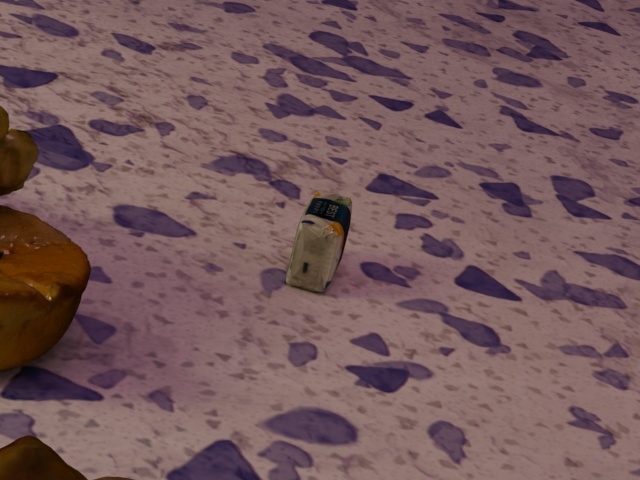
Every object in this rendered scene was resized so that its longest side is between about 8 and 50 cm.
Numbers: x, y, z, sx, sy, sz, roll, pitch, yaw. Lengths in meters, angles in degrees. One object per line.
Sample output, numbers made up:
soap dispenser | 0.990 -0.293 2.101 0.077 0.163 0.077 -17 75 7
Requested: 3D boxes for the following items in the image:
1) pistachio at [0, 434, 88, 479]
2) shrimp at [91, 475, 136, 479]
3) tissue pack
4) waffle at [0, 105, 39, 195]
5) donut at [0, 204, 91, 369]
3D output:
pistachio | -0.169 0.178 0.959 0.110 0.100 0.189 37 12 -6
shrimp | -0.128 0.176 1.082 0.059 0.023 0.108 3 25 -6
tissue pack | 0.000 0.000 1.513 0.042 0.062 0.083 13 22 4
waffle | -0.357 -0.075 1.315 0.329 0.062 0.329 6 -7 1
donut | -0.254 0.031 1.267 0.174 0.074 0.190 10 18 -9
